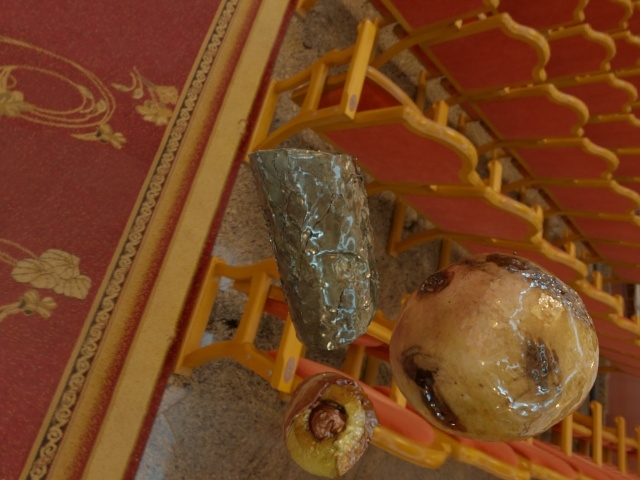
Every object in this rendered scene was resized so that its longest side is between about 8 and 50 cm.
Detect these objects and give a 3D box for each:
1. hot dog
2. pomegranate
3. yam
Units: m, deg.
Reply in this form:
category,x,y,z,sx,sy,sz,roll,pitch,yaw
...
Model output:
category,x,y,z,sx,sy,sz,roll,pitch,yaw
hot dog,0.001,0.229,0.587,0.093,0.261,0.123,44,73,6
pomegranate,0.267,0.169,0.719,0.322,0.322,0.322,7,80,-42
yam,0.000,0.000,0.408,0.107,0.107,0.183,-24,110,-42
